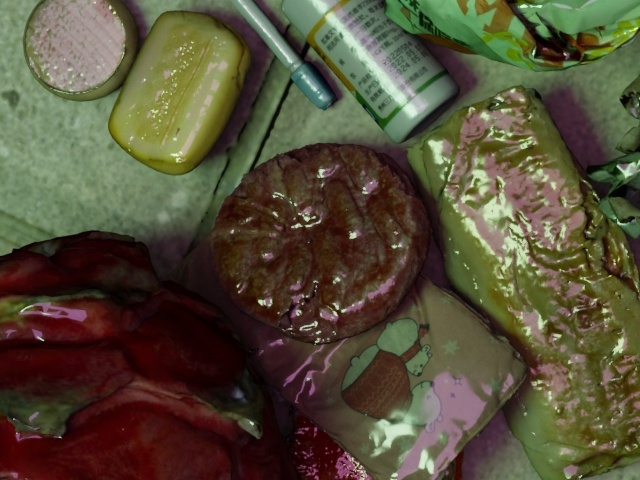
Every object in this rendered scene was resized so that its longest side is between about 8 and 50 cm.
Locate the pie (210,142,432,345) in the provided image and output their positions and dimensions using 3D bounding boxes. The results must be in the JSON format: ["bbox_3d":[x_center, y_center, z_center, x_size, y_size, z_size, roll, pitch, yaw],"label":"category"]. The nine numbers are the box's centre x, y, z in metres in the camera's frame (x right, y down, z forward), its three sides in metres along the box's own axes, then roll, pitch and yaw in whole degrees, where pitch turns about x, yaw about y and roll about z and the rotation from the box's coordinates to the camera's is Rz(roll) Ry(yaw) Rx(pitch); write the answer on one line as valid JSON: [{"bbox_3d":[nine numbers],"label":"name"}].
[{"bbox_3d":[0.000,0.000,1.145,0.154,0.036,0.154,-6,68,15],"label":"pie"}]

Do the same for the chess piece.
[{"bbox_3d":[-0.171,-0.141,1.212,0.083,0.038,0.084,0,90,9],"label":"chess piece"}]

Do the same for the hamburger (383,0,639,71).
[{"bbox_3d":[0.157,-0.214,1.082,0.125,0.214,0.235,38,78,-33],"label":"hamburger"}]

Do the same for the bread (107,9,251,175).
[{"bbox_3d":[-0.096,-0.102,1.193,0.082,0.056,0.115,19,86,18],"label":"bread"}]

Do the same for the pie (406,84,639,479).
[{"bbox_3d":[0.157,0.038,1.156,0.128,0.068,0.282,-24,89,15],"label":"pie"}]

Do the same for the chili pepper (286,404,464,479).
[{"bbox_3d":[0.037,0.157,1.180,0.123,0.073,0.070,6,134,10],"label":"chili pepper"}]

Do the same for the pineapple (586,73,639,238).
[{"bbox_3d":[0.291,-0.093,1.053,0.262,0.262,0.272,44,123,4],"label":"pineapple"}]

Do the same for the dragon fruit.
[{"bbox_3d":[-0.170,0.154,1.090,0.329,0.329,0.329,0,92,8],"label":"dragon fruit"}]

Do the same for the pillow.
[{"bbox_3d":[0.016,0.060,1.163,0.248,0.049,0.135,39,88,22],"label":"pillow"}]

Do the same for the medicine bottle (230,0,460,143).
[{"bbox_3d":[-0.005,-0.158,1.180,0.092,0.061,0.221,-42,85,27],"label":"medicine bottle"}]
